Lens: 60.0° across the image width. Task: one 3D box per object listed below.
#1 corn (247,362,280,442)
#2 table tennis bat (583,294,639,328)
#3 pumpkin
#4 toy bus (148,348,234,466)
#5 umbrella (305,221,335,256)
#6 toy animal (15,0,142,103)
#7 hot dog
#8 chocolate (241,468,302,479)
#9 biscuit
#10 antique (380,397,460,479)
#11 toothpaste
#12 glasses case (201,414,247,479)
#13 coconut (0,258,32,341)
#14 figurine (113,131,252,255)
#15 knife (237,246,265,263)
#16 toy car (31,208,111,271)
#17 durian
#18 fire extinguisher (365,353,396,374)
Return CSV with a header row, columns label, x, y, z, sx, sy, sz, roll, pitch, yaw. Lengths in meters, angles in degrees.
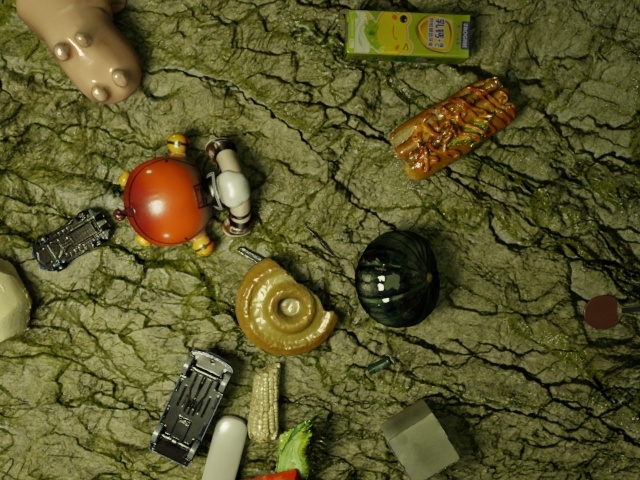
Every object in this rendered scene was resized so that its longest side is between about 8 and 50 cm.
label,x,y,z,sx,sy,sz,roll,pitch,yaw
corn,-0.150,0.429,1.471,0.087,0.087,0.210,1,92,-3
table tennis bat,0.810,0.197,1.543,0.158,0.014,0.095,-7,92,0
pumpkin,0.193,0.096,1.420,0.250,0.216,0.249,-6,100,-35
toy bus,-0.324,0.420,1.438,0.126,0.133,0.292,25,94,1
umbrella,-0.002,0.002,1.488,0.022,0.013,0.122,-40,94,-22
toy animal,-0.563,-0.493,1.334,0.237,0.269,0.326,-28,127,0
hot dog,0.348,-0.293,1.437,0.349,0.117,0.158,-30,95,-1
chocolate,-0.135,0.728,1.432,0.235,0.108,0.237,-15,111,9
biscuit,-0.101,0.194,1.448,0.274,0.091,0.213,36,93,-12
antique,0.260,0.529,1.466,0.147,0.148,0.152,-31,94,-2
toothpaste,0.221,-0.525,1.436,0.328,0.077,0.110,2,93,-3
glasses case,-0.259,0.585,1.486,0.092,0.059,0.233,13,92,-5
coconut,-0.849,0.147,1.343,0.245,0.245,0.247,-25,93,-1
figurine,-0.339,-0.105,1.372,0.323,0.196,0.320,-16,100,-12
knife,-0.170,0.053,1.480,0.121,0.018,0.031,32,90,-3
toy car,-0.638,0.001,1.430,0.216,0.063,0.103,-30,94,5
durian,-0.055,0.567,1.463,0.132,0.106,0.375,16,115,5
fire extinguisher,0.165,0.335,1.511,0.083,0.025,0.038,-26,71,-1
